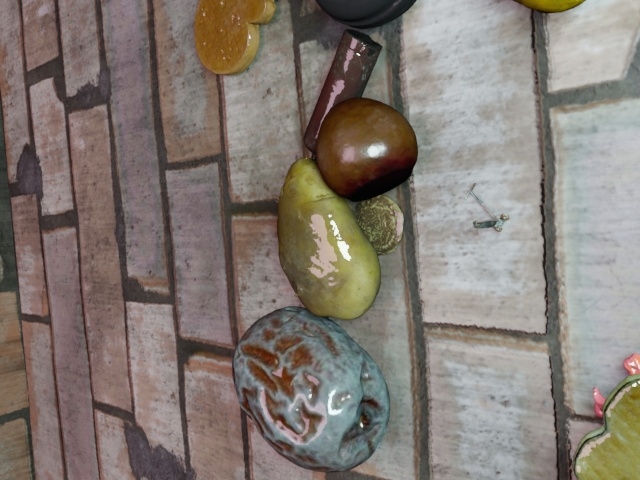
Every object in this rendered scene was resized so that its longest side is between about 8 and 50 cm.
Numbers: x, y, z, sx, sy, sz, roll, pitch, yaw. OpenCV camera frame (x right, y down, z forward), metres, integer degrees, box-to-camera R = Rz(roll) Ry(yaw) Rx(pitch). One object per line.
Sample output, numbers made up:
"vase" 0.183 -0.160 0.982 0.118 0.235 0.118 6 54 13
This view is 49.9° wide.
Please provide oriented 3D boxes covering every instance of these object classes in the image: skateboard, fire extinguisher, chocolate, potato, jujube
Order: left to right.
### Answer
"jujube" -0.030 0.256 1.221 0.308 0.215 0.247 23 112 44
"potato" 0.000 0.000 1.203 0.191 0.141 0.297 -31 73 58
"fire extinguisher" 0.034 -0.225 1.205 0.089 0.072 0.268 24 117 1
"chocolate" 0.068 -0.157 1.113 0.176 0.176 0.177 7 100 45
"skateboard" 0.234 -0.049 1.031 0.083 0.063 0.032 58 139 38

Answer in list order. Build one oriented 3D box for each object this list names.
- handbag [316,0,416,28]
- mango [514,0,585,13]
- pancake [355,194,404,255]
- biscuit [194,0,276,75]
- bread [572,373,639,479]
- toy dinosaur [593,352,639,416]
"handbag" 0.077 -0.502 1.105 0.253 0.093 0.308 7 100 46
"mango" 0.271 -0.401 0.886 0.151 0.156 0.249 -36 66 3
"pancake" 0.100 -0.026 1.198 0.114 0.011 0.115 7 100 45
"biscuit" -0.169 -0.468 1.396 0.289 0.044 0.202 -52 60 34
"bread" 0.420 0.306 0.826 0.207 0.056 0.287 -39 80 21
"toy dinosaur" 0.427 0.287 0.887 0.138 0.070 0.286 0 97 23
